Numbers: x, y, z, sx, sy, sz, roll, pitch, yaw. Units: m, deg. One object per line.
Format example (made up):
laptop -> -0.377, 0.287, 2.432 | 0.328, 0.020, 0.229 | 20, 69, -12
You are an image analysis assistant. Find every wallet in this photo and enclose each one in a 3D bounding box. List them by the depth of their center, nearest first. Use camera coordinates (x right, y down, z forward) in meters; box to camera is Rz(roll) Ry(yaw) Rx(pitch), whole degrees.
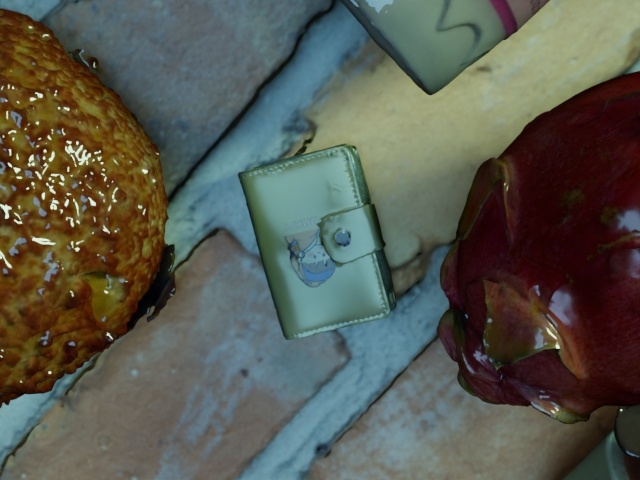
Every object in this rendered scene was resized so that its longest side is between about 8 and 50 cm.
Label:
wallet -> 0.000, 0.000, 0.705 | 0.110, 0.039, 0.155 | -14, 96, 12

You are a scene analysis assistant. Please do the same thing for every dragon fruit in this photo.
dragon fruit -> 0.228, -0.003, 0.575 | 0.314, 0.250, 0.250 | -14, 96, 20

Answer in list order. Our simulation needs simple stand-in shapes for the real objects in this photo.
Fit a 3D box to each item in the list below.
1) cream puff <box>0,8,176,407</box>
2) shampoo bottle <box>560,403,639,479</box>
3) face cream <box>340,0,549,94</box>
cream puff -> -0.297, -0.021, 0.647 | 0.350, 0.228, 0.351 | 1, 96, 8
shampoo bottle -> 0.245, 0.176, 0.591 | 0.153, 0.284, 0.071 | -7, 57, 8
face cream -> 0.100, -0.231, 0.590 | 0.195, 0.175, 0.175 | -43, 91, 10
